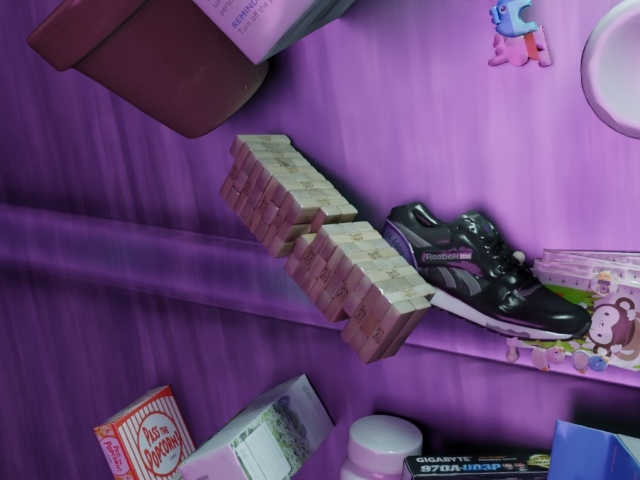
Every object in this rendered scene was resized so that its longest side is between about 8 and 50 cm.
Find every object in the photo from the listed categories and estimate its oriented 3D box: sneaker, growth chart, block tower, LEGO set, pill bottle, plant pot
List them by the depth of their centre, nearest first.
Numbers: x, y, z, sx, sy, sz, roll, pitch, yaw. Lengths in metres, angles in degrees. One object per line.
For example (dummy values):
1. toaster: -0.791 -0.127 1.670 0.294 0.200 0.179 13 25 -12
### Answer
1. pill bottle: 0.333 -0.178 0.776 0.130 0.246 0.130 6 107 21
2. LEGO set: 0.186 -0.297 0.898 0.093 0.087 0.227 -14 96 25
3. sneaker: 0.195 0.031 0.958 0.283 0.107 0.124 19 103 26
4. growth chart: 0.342 0.086 0.965 0.237 0.021 0.172 -2 101 26
5. plant pot: -0.193 -0.258 0.991 0.263 0.263 0.229 -30 119 26
6. block tower: 0.000 0.000 0.994 0.335 0.091 0.097 49 125 28
7. pill bottle: 0.082 0.366 1.091 0.121 0.121 0.221 10 107 21

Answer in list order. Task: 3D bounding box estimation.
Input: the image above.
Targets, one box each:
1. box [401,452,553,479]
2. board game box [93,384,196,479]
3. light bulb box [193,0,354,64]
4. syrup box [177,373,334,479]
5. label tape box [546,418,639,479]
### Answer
1. box: 0.214 0.366 1.020 0.220 0.051 0.175 0 105 -8
2. board game box: -0.254 0.343 1.215 0.045 0.147 0.193 -20 95 26
3. light bulb box: -0.071 -0.412 0.796 0.361 0.358 0.225 45 116 -6
4. syrup box: -0.080 0.280 1.074 0.096 0.237 0.093 -29 90 25
5. label tape box: 0.413 0.367 0.883 0.334 0.106 0.240 10 107 22
